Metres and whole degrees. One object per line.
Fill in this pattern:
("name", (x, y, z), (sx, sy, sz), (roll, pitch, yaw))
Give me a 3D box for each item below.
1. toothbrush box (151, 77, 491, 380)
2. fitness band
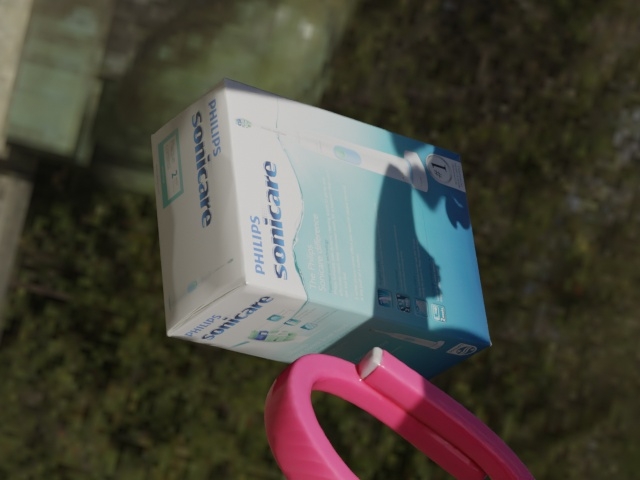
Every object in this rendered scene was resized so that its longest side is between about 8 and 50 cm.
("toothbrush box", (0.000, 0.000, 1.862), (0.126, 0.296, 0.216), (-33, -126, 40))
("fitness band", (0.081, 0.199, 1.649), (0.054, 0.291, 0.209), (-47, -165, 27))
